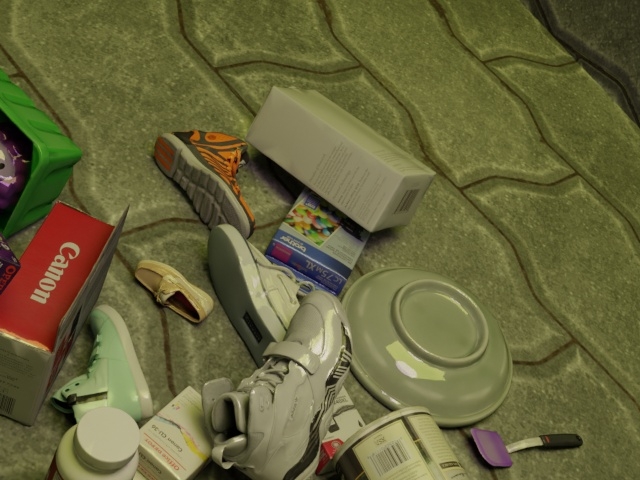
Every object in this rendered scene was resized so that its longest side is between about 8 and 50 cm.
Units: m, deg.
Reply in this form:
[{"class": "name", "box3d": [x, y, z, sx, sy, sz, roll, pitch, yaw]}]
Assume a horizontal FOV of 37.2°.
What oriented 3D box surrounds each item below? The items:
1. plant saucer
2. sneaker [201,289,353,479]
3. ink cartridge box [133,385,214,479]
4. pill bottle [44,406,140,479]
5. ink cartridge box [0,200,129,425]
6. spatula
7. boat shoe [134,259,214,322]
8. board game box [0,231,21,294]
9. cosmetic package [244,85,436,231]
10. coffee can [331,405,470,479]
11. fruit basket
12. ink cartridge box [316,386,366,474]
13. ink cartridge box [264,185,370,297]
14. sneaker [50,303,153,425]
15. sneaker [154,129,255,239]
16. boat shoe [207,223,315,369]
[{"class": "plant saucer", "box3d": [0.235, 0.192, 1.979, 0.400, 0.100, 0.400, 13, 47, -14]}, {"class": "sneaker", "box3d": [-0.071, 0.235, 1.606, 0.210, 0.137, 0.366, 34, 65, -45]}, {"class": "ink cartridge box", "box3d": [-0.245, 0.347, 1.581, 0.115, 0.067, 0.198, 39, 40, 9]}, {"class": "pill bottle", "box3d": [-0.340, 0.343, 1.413, 0.121, 0.216, 0.121, 17, 42, -16]}, {"class": "ink cartridge box", "box3d": [-0.448, 0.093, 1.564, 0.130, 0.272, 0.309, 24, 40, -7]}, {"class": "spatula", "box3d": [0.429, 0.416, 1.941, 0.296, 0.030, 0.084, 2, 48, -30]}, {"class": "boat shoe", "box3d": [-0.285, 0.098, 1.817, 0.170, 0.063, 0.059, 30, 34, -1]}, {"class": "board game box", "box3d": [-0.597, 0.023, 1.489, 0.056, 0.208, 0.347, 37, 5, -47]}, {"class": "cosmetic package", "box3d": [0.045, -0.192, 2.171, 0.385, 0.156, 0.217, 36, 20, 21]}, {"class": "coffee can", "box3d": [0.169, 0.451, 1.616, 0.201, 0.201, 0.275, -6, 52, -35]}, {"class": "fruit basket", "box3d": [-0.683, -0.164, 1.722, 0.392, 0.283, 0.392, 30, 24, -15]}, {"class": "ink cartridge box", "box3d": [0.015, 0.340, 1.746, 0.109, 0.063, 0.150, -7, 53, -36]}, {"class": "ink cartridge box", "box3d": [0.000, 0.000, 2.093, 0.186, 0.065, 0.311, 30, 42, 0]}, {"class": "sneaker", "box3d": [-0.393, 0.213, 1.616, 0.151, 0.094, 0.256, -13, 45, -22]}, {"class": "sneaker", "box3d": [-0.203, -0.140, 2.064, 0.180, 0.124, 0.321, -20, 60, -41]}, {"class": "boat shoe", "box3d": [-0.086, 0.115, 1.864, 0.156, 0.136, 0.367, -11, 58, -38]}]
